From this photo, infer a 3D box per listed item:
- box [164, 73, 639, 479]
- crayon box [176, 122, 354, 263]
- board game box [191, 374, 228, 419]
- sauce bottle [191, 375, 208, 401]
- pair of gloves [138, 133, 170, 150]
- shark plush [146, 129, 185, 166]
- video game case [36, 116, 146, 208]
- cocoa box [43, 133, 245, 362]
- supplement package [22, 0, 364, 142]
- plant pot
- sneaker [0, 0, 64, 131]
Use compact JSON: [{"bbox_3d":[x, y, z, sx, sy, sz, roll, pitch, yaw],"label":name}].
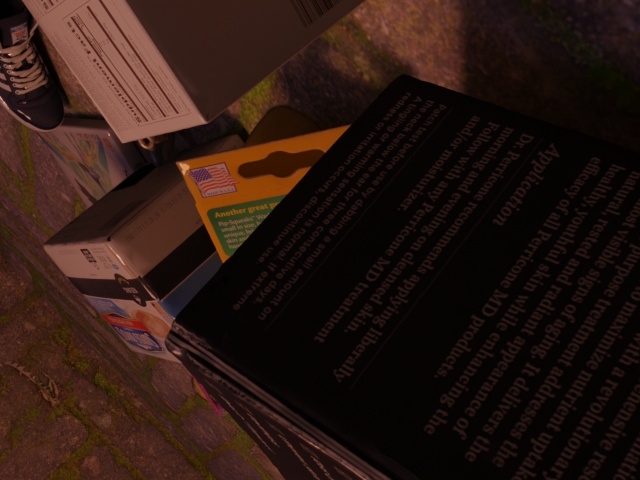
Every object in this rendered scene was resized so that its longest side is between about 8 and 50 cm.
[{"bbox_3d":[0.210,0.187,0.616,0.471,0.297,0.480,29,158,33],"label":"box"},{"bbox_3d":[0.000,0.000,0.844,0.203,0.083,0.323,-10,130,11],"label":"crayon box"},{"bbox_3d":[-0.249,0.143,1.394,0.347,0.056,0.208,53,149,16],"label":"board game box"},{"bbox_3d":[-0.171,0.258,1.537,0.111,0.111,0.344,48,152,-3],"label":"sauce bottle"},{"bbox_3d":[-0.253,-0.229,0.967,0.240,0.042,0.204,65,175,-9],"label":"pair of gloves"},{"bbox_3d":[-0.253,-0.186,1.086,0.073,0.067,0.161,7,134,52],"label":"shark plush"},{"bbox_3d":[-0.383,-0.095,1.436,0.329,0.036,0.300,13,138,48],"label":"video game case"},{"bbox_3d":[-0.206,0.021,1.119,0.228,0.231,0.347,55,153,-19],"label":"cocoa box"},{"bbox_3d":[-0.077,-0.229,0.554,0.145,0.262,0.204,2,130,54],"label":"supplement package"},{"bbox_3d":[-0.050,-0.076,0.913,0.134,0.095,0.134,35,152,22],"label":"plant pot"},{"bbox_3d":[-0.482,-0.294,1.236,0.153,0.099,0.282,17,138,47],"label":"sneaker"}]
